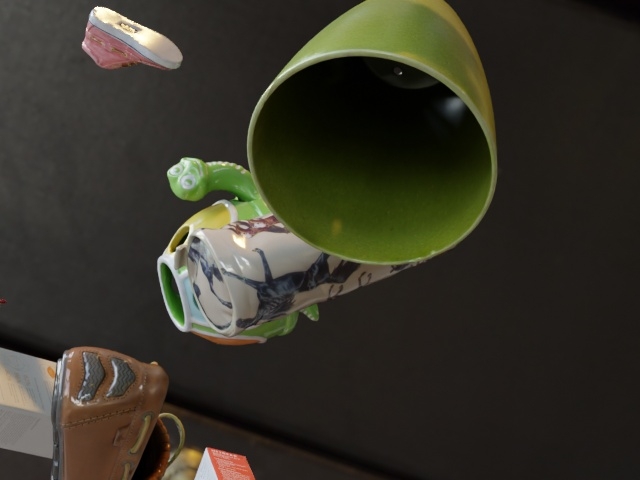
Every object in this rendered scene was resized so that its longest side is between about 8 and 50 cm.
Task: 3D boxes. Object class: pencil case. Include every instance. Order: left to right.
[{"bbox_3d":[0.000,0.000,2.107,0.183,0.410,0.160,47,-28,50],"label":"pencil case"}]

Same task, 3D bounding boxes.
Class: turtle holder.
[{"bbox_3d":[-0.154,0.033,2.474,0.227,0.320,0.243,-17,40,-21],"label":"turtle holder"}]

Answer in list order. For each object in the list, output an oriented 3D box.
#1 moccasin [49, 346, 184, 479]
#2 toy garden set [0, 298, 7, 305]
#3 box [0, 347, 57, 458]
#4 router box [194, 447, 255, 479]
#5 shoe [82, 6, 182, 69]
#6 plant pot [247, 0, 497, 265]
[{"bbox_3d":[-0.224,0.239,1.605,0.146,0.139,0.380,6,-41,-7],"label":"moccasin"},{"bbox_3d":[-0.546,0.038,2.150,0.244,0.049,0.204,-5,-59,45],"label":"toy garden set"},{"bbox_3d":[-0.468,0.254,2.262,0.170,0.091,0.130,22,29,-41],"label":"box"},{"bbox_3d":[-0.196,0.585,2.561,0.082,0.336,0.301,16,12,-18],"label":"router box"},{"bbox_3d":[-0.323,-0.323,2.467,0.178,0.063,0.081,29,-52,3],"label":"shoe"},{"bbox_3d":[0.082,-0.168,1.667,0.274,0.294,0.275,7,-53,9],"label":"plant pot"}]
